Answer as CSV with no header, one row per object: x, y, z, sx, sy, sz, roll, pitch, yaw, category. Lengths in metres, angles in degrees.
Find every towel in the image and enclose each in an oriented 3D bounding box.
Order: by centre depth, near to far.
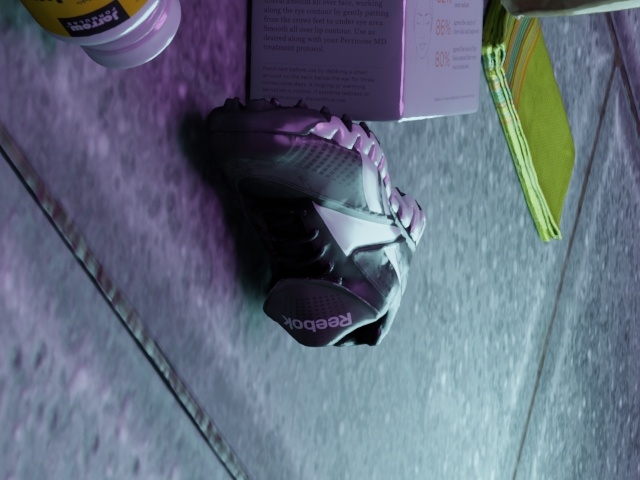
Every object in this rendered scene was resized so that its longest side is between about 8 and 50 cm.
0.165,-0.107,1.498,0.237,0.021,0.102,66,37,-49,towel

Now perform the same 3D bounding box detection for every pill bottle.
-0.101,-0.121,0.810,0.116,0.065,0.065,54,45,-56,pill bottle

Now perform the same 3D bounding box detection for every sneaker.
0.000,0.000,1.052,0.234,0.078,0.106,43,52,-64,sneaker

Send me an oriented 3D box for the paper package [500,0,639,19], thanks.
0.237,-0.337,1.422,0.309,0.168,0.325,-25,112,-66,paper package

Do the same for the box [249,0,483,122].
0.028,-0.153,1.076,0.130,0.091,0.170,-13,106,-66,box
